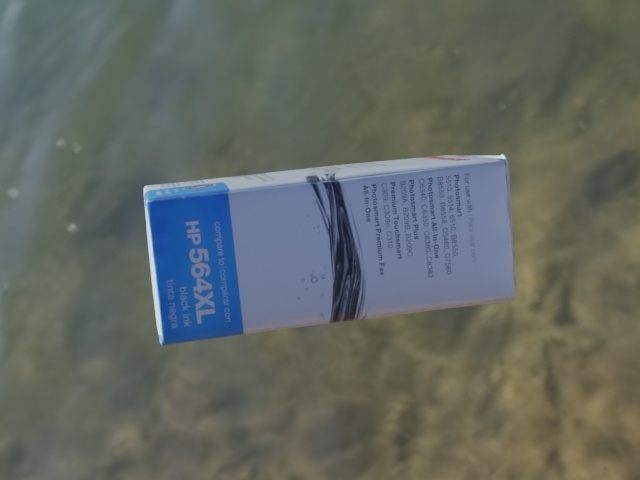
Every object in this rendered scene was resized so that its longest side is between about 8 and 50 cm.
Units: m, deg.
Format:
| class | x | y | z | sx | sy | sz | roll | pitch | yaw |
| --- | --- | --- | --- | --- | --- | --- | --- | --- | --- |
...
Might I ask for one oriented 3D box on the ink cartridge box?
| class | x | y | z | sx | sy | sz | roll | pitch | yaw |
| --- | --- | --- | --- | --- | --- | --- | --- | --- | --- |
| ink cartridge box | 0.000 | 0.000 | 0.799 | 0.203 | 0.085 | 0.148 | -6 | 5 | -7 |
